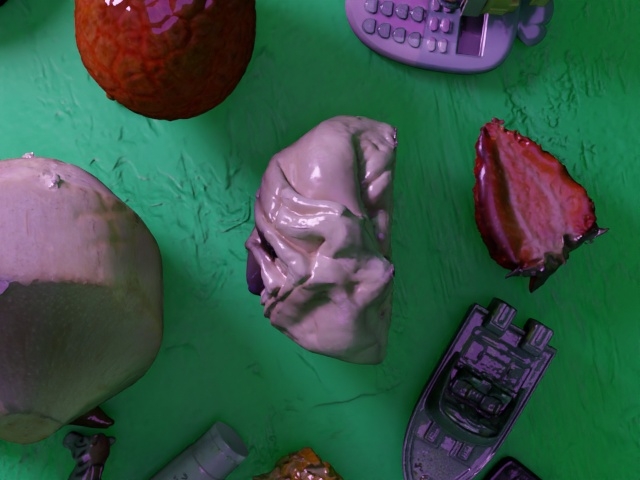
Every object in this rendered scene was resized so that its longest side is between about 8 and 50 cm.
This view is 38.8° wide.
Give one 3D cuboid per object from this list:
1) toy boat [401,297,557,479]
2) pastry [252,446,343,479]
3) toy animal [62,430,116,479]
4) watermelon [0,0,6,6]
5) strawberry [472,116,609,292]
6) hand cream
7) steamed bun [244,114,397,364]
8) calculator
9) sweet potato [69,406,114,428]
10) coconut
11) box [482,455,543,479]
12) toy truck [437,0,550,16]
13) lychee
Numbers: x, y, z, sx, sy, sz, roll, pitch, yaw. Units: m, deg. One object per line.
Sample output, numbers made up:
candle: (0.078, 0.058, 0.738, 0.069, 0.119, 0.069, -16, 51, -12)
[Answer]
toy boat: (0.214, 0.242, 1.317, 0.141, 0.092, 0.319, 30, 91, -5)
pastry: (0.016, 0.401, 1.278, 0.102, 0.154, 0.250, -38, 99, -1)
toy animal: (-0.356, 0.401, 1.261, 0.170, 0.090, 0.255, -13, 86, 10)
watermelon: (-0.446, -0.403, 1.224, 0.128, 0.159, 0.303, 26, 93, -45)
strawberry: (0.276, -0.051, 1.304, 0.174, 0.098, 0.228, -44, 93, -2)
hand cream: (-0.234, 0.392, 1.308, 0.312, 0.070, 0.111, -43, 98, 6)
steamed bun: (0.000, 0.000, 1.208, 0.206, 0.275, 0.320, 4, 57, 6)
calculator: (0.184, -0.333, 1.303, 0.299, 0.041, 0.185, 5, 93, -4)
sweet potato: (-0.417, 0.243, 1.271, 0.250, 0.069, 0.059, -6, 54, -5)
coconut: (-0.362, 0.084, 1.150, 0.353, 0.352, 0.352, 0, 94, -5)
box: (0.288, 0.404, 1.367, 0.125, 0.027, 0.126, 39, 89, -6)
toy truck: (0.245, -0.432, 1.225, 0.157, 0.124, 0.272, 6, 74, -4)
lychee: (-0.203, -0.281, 1.184, 0.255, 0.300, 0.255, 10, 69, -27)
